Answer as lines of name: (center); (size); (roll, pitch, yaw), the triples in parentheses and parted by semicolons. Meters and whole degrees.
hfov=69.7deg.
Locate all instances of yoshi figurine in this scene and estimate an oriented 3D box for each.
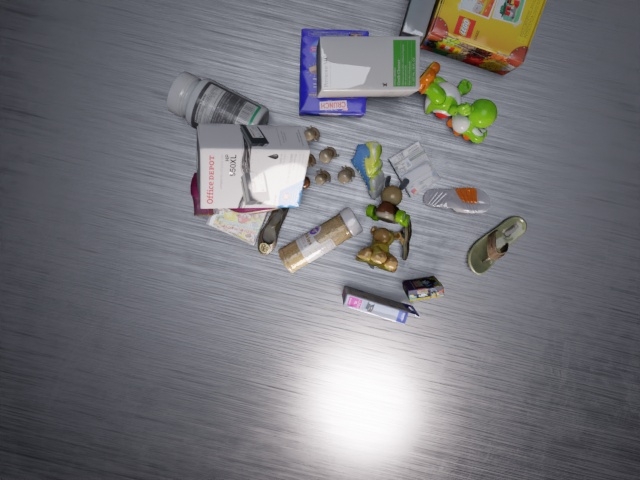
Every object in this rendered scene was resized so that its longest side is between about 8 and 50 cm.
yoshi figurine: (0.551, -0.551, 1.801); (0.362, 0.203, 0.203); (43, 90, -6)

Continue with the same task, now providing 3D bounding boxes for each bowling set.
bowling set: (-0.015, -0.310, 1.889); (0.199, 0.154, 0.287); (-35, 96, 24)

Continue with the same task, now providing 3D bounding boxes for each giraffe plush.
giraffe plush: (0.252, 0.024, 1.896); (0.181, 0.210, 0.171); (23, 80, -5)

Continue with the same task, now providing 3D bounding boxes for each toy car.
toy car: (0.292, -0.168, 1.873); (0.154, 0.149, 0.189); (13, 86, 25)

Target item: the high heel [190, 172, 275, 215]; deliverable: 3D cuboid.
high heel: (-0.348, -0.196, 1.882); (0.376, 0.127, 0.182); (-2, 92, 0)

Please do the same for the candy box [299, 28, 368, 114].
candy box: (0.049, -0.660, 1.835); (0.267, 0.122, 0.318); (2, 96, -1)

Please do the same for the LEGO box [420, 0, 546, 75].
LEGO box: (0.649, -0.947, 1.744); (0.372, 0.193, 0.501); (19, 97, -1)

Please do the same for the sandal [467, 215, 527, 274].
sandal: (0.734, 0.014, 1.913); (0.120, 0.086, 0.303); (42, 96, -3)

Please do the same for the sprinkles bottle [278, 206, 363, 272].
sprinkles bottle: (0.000, 0.000, 1.918); (0.355, 0.121, 0.121); (-31, 95, 5)

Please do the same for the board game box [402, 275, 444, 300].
board game box: (0.422, 0.196, 1.904); (0.140, 0.170, 0.048); (-8, 99, 2)

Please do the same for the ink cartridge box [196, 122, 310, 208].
ink cartridge box: (-0.265, -0.276, 1.744); (0.394, 0.166, 0.286); (-2, 136, -16)

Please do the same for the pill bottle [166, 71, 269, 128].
pill bottle: (-0.405, -0.511, 1.827); (0.360, 0.204, 0.204); (27, 97, -1)

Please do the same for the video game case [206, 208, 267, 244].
video game case: (-0.347, -0.119, 1.962); (0.226, 0.026, 0.207); (24, 97, -1)

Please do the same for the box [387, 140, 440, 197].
box: (0.389, -0.296, 1.911); (0.145, 0.038, 0.186); (-31, 94, 6)

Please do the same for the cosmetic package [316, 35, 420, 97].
cosmetic package: (0.170, -0.639, 1.705); (0.364, 0.155, 0.197); (-4, 98, -6)

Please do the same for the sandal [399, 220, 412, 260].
sandal: (0.352, -0.005, 1.940); (0.048, 0.072, 0.180); (9, 102, 22)

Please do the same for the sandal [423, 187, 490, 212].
sandal: (0.566, -0.168, 1.910); (0.265, 0.076, 0.102); (9, 83, 21)

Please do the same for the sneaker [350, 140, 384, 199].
sneaker: (0.194, -0.294, 1.908); (0.126, 0.091, 0.240); (13, 114, 33)

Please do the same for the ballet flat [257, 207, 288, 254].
ballet flat: (-0.202, -0.052, 1.949); (0.084, 0.058, 0.250); (26, 97, -1)

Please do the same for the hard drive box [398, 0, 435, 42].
hard drive box: (0.377, -0.880, 1.769); (0.089, 0.181, 0.233); (15, 97, 0)

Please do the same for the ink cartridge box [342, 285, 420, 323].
ink cartridge box: (0.245, 0.272, 1.911); (0.310, 0.186, 0.065); (15, 95, 0)
